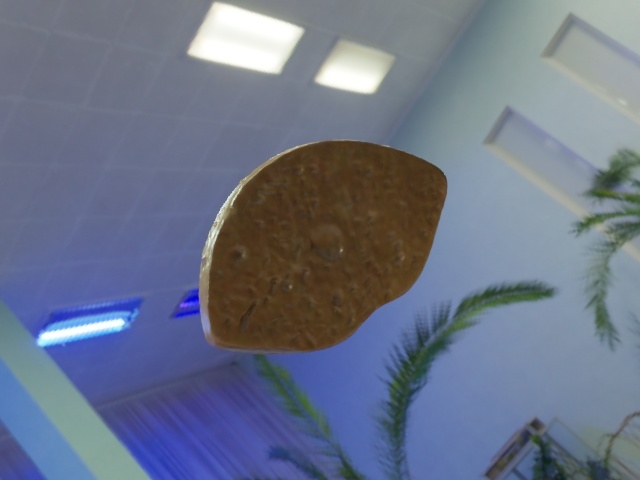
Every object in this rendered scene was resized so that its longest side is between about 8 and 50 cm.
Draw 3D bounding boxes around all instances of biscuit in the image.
[{"bbox_3d":[0.000,0.000,0.589,0.221,0.142,0.029,-39,4,-17],"label":"biscuit"}]
